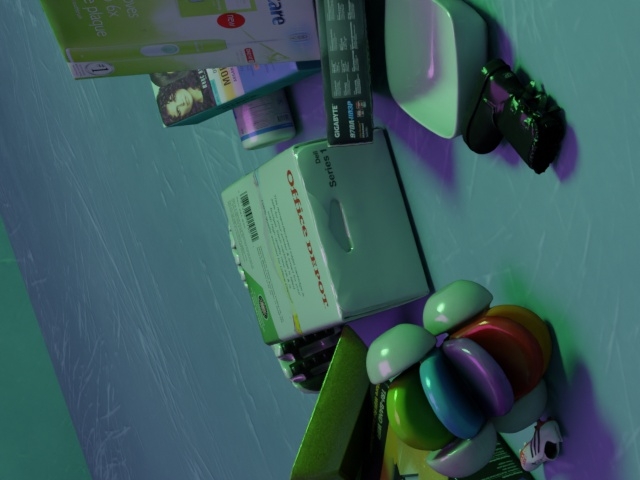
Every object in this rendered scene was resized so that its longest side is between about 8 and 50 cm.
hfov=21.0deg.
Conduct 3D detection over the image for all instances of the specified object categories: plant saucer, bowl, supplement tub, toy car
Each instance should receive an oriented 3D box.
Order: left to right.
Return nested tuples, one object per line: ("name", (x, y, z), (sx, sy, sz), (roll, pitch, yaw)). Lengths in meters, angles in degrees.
("supplement tub", (-0.076, -0.170, 2.126), (0.071, 0.071, 0.107), (-23, 83, 68))
("plant saucer", (0.033, 0.210, 1.980), (0.188, 0.045, 0.188), (57, -128, -70))
("bowl", (0.118, -0.181, 1.681), (0.142, 0.053, 0.142), (43, 141, 53))
("toy car", (0.148, 0.129, 1.655), (0.159, 0.182, 0.136), (57, 152, -5))

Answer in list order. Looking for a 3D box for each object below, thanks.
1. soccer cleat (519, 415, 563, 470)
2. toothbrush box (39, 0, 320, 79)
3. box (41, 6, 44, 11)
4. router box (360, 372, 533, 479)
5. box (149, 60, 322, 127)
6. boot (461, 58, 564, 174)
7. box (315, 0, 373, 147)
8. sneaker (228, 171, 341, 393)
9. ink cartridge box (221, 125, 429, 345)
("soccer cleat", (0.222, 0.211, 1.723), (0.083, 0.029, 0.035), (107, 146, -45))
("toothbrush box", (-0.147, -0.282, 1.832), (0.206, 0.283, 0.122), (79, -173, -63))
("box", (-0.346, -0.465, 2.481), (0.163, 0.142, 0.247), (69, 157, 13))
("router box", (0.135, 0.315, 1.925), (0.243, 0.081, 0.308), (52, 149, 43))
("box", (-0.103, -0.215, 2.049), (0.244, 0.060, 0.100), (-18, 86, 43))
("boot", (0.180, -0.101, 1.605), (0.099, 0.045, 0.121), (52, 151, 32))
("box", (0.023, -0.228, 1.788), (0.175, 0.051, 0.220), (-88, -7, -67))
("sneaker", (-0.052, 0.056, 2.185), (0.118, 0.110, 0.292), (152, 102, -76))
("ink cartridge box", (0.000, 0.000, 1.993), (0.278, 0.117, 0.201), (-25, 81, 68))
